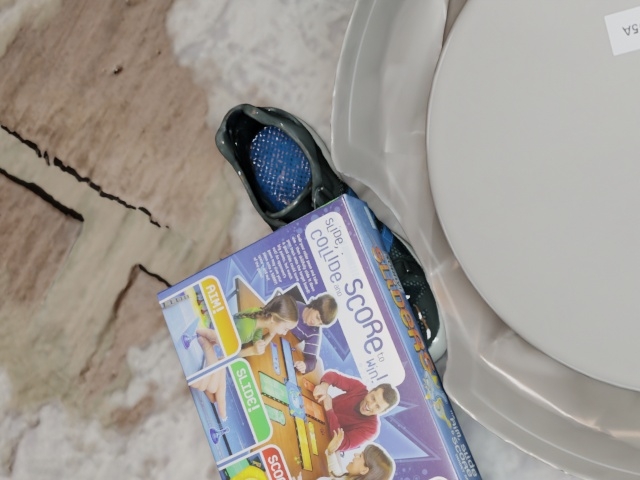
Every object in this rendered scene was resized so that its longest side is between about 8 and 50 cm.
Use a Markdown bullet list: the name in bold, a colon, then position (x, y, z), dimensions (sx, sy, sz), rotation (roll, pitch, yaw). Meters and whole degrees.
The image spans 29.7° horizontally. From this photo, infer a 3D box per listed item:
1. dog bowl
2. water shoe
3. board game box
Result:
- **dog bowl**: position (0.181, -0.050, 0.610), dimensions (0.348, 0.102, 0.349), rotation (7, 106, 25)
- **water shoe**: position (0.000, 0.000, 0.751), dimensions (0.073, 0.080, 0.203), rotation (-44, 68, 14)
- **board game box**: position (0.000, 0.094, 0.682), dimensions (0.136, 0.035, 0.201), rotation (-27, 73, 20)
